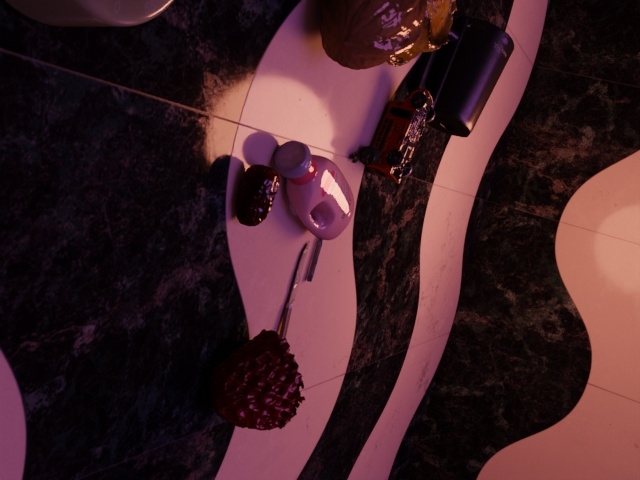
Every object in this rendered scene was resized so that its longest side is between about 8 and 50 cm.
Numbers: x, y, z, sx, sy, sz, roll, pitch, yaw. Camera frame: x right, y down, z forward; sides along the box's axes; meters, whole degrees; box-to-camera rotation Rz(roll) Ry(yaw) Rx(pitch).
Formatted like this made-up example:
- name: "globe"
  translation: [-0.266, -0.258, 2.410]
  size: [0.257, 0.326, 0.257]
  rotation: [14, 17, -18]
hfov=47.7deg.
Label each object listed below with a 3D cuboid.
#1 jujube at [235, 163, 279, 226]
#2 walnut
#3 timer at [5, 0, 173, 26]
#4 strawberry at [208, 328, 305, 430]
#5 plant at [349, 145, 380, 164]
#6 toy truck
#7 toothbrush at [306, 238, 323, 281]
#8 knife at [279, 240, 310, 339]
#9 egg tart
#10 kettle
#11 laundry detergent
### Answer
- name: "jujube"
  translation: [-0.129, -0.089, 1.434]
  size: [0.077, 0.077, 0.129]
  rotation: [-18, 134, -61]
- name: "walnut"
  translation: [0.105, -0.470, 1.494]
  size: [0.261, 0.224, 0.225]
  rotation: [-52, 150, -40]
- name: "timer"
  translation: [-0.184, -0.362, 0.811]
  size: [0.291, 0.315, 0.291]
  rotation: [-47, 148, -42]
- name: "strawberry"
  translation: [-0.163, 0.310, 1.576]
  size: [0.177, 0.234, 0.234]
  rotation: [-2, 111, -35]
- name: "plant"
  translation: [0.116, -0.220, 1.885]
  size: [0.102, 0.051, 0.051]
  rotation: [-16, 122, -55]
- name: "toy truck"
  translation: [0.218, -0.293, 1.974]
  size: [0.253, 0.114, 0.107]
  rotation: [-68, 155, -4]
- name: "toothbrush"
  translation: [0.000, 0.000, 1.840]
  size: [0.019, 0.016, 0.220]
  rotation: [-1, 107, -74]
- name: "knife"
  translation: [-0.069, 0.144, 1.796]
  size: [0.047, 0.017, 0.298]
  rotation: [3, 100, -67]
- name: "egg tart"
  translation: [0.256, -0.597, 1.817]
  size: [0.345, 0.132, 0.346]
  rotation: [-43, 142, -48]
- name: "kettle"
  translation: [0.426, -0.498, 2.174]
  size: [0.308, 0.203, 0.262]
  rotation: [-65, 158, -7]
- name: "laundry detergent"
  translation: [-0.013, -0.117, 1.640]
  size: [0.159, 0.087, 0.335]
  rotation: [-65, 155, -11]
